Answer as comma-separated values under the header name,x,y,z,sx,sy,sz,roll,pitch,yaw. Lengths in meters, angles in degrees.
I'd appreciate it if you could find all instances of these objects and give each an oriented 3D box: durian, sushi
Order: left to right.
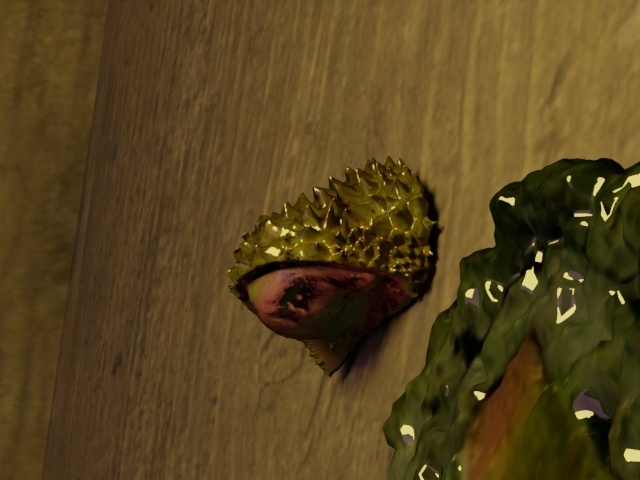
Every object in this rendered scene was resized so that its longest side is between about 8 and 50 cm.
name,x,y,z,sx,sy,sz,roll,pitch,yaw
durian,-0.003,0.001,1.295,0.186,0.108,0.119,130,145,-60
sushi,0.129,0.126,0.653,0.352,0.178,0.294,-111,40,-64
